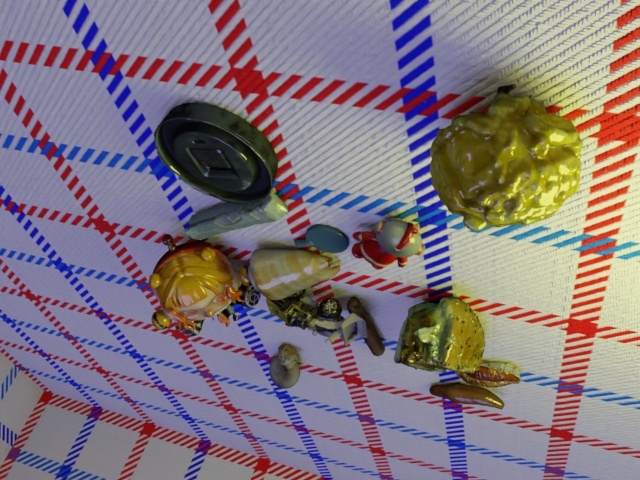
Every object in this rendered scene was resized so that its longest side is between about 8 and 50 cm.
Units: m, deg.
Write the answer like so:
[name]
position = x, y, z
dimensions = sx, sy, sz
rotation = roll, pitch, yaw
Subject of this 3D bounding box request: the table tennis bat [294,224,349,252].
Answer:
[table tennis bat]
position = 0.000, 0.000, 1.831
dimensions = 0.155, 0.019, 0.100
rotation = -10, 137, 41

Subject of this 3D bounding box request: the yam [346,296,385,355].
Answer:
[yam]
position = 0.124, 0.238, 2.101
dimensions = 0.046, 0.046, 0.264
rotation = 5, 146, 28

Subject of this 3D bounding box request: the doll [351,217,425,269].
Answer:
[doll]
position = 0.152, 0.006, 1.683
dimensions = 0.142, 0.076, 0.245
rotation = 28, 154, -11

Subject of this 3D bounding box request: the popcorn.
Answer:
[popcorn]
position = 0.294, -0.134, 1.237
dimensions = 0.249, 0.249, 0.225
rotation = -9, 108, 43

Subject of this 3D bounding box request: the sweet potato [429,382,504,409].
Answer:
[sweet potato]
position = 0.412, 0.449, 2.238
dimensions = 0.255, 0.058, 0.078
rotation = 1, 164, 40

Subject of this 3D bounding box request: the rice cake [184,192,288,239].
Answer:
[rice cake]
position = -0.205, -0.058, 1.835
dimensions = 0.066, 0.063, 0.336
rotation = 32, 149, -35

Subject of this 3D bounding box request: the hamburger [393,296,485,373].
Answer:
[hamburger]
position = 0.295, 0.231, 1.854
dimensions = 0.167, 0.192, 0.288
rotation = 9, 174, 33

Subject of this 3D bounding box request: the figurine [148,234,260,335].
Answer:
[figurine]
position = -0.332, 0.123, 2.080
dimensions = 0.320, 0.196, 0.323
rotation = -28, 149, -1

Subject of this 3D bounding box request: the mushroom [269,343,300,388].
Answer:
[mushroom]
position = -0.116, 0.421, 2.519
dimensions = 0.116, 0.093, 0.225
rotation = 42, 156, 8

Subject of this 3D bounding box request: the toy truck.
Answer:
[toy truck]
position = -0.014, 0.203, 2.045
dimensions = 0.286, 0.111, 0.136
rotation = 25, 154, 22

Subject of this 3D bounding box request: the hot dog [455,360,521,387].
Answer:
[hot dog]
position = 0.453, 0.362, 2.072
dimensions = 0.192, 0.053, 0.099
rotation = -1, 146, 40

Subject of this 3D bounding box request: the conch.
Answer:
[conch]
position = -0.085, 0.090, 1.923
dimensions = 0.255, 0.127, 0.158
rotation = -5, 140, 39

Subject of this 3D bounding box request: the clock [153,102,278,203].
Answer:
[clock]
position = -0.223, -0.185, 1.646
dimensions = 0.280, 0.055, 0.280
rotation = 17, 150, 10
